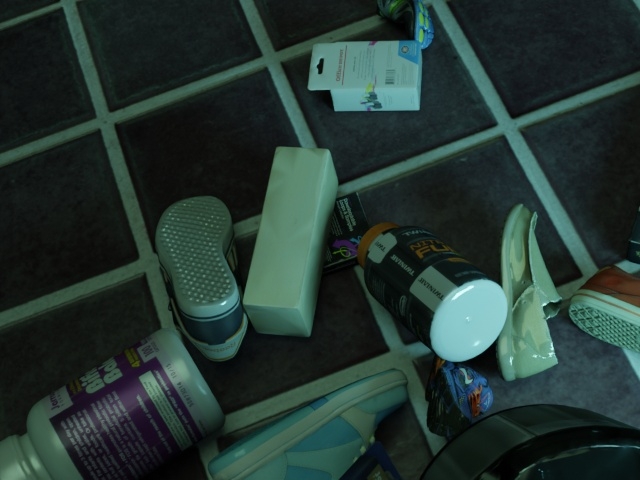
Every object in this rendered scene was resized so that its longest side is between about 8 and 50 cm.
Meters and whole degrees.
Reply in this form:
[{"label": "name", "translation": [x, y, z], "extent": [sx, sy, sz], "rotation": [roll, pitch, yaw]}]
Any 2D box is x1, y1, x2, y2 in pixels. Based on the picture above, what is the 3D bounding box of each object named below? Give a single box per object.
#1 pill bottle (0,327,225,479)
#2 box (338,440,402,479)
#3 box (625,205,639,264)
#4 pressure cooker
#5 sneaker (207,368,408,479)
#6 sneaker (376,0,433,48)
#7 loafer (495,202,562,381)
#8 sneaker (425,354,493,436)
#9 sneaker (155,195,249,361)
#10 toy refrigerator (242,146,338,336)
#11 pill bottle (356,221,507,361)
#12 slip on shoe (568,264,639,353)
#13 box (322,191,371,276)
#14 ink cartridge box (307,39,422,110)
[{"label": "pill bottle", "translation": [-0.299, 0.264, 1.613], "extent": [0.301, 0.169, 0.169], "rotation": [-31, 59, -11]}, {"label": "box", "translation": [0.048, 0.376, 1.482], "extent": [0.036, 0.136, 0.225], "rotation": [-11, 24, 49]}, {"label": "box", "translation": [0.634, -0.065, 1.705], "extent": [0.295, 0.073, 0.293], "rotation": [16, 63, 19]}, {"label": "pressure cooker", "translation": [0.283, 0.371, 1.326], "extent": [0.370, 0.420, 0.375], "rotation": [34, 87, 0]}, {"label": "sneaker", "translation": [0.022, 0.318, 1.573], "extent": [0.319, 0.127, 0.208], "rotation": [-25, 84, -27]}, {"label": "sneaker", "translation": [0.140, -0.396, 2.001], "extent": [0.078, 0.067, 0.188], "rotation": [-31, 59, 16]}, {"label": "loafer", "translation": [0.302, 0.075, 1.670], "extent": [0.092, 0.102, 0.268], "rotation": [2, 69, 10]}, {"label": "sneaker", "translation": [0.192, 0.208, 1.558], "extent": [0.087, 0.221, 0.083], "rotation": [11, 103, 2]}, {"label": "sneaker", "translation": [-0.180, 0.056, 1.757], "extent": [0.126, 0.127, 0.321], "rotation": [-10, 34, -3]}, {"label": "toy refrigerator", "translation": [-0.045, -0.001, 1.735], "extent": [0.094, 0.102, 0.269], "rotation": [4, 63, 12]}, {"label": "pill bottle", "translation": [0.147, 0.061, 1.657], "extent": [0.130, 0.130, 0.246], "rotation": [-35, 38, -11]}, {"label": "slip on shoe", "translation": [0.511, 0.122, 1.595], "extent": [0.331, 0.123, 0.101], "rotation": [23, 62, 27]}, {"label": "box", "translation": [0.000, 0.000, 1.803], "extent": [0.162, 0.029, 0.116], "rotation": [-19, 59, 0]}, {"label": "ink cartridge box", "translation": [0.076, -0.274, 1.932], "extent": [0.181, 0.061, 0.104], "rotation": [1, 60, 10]}]
